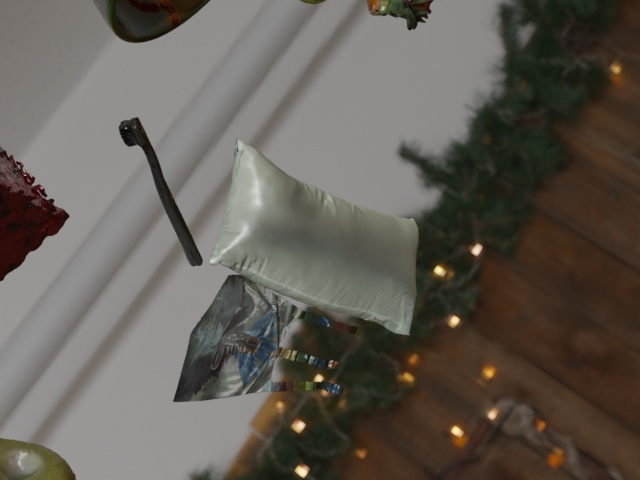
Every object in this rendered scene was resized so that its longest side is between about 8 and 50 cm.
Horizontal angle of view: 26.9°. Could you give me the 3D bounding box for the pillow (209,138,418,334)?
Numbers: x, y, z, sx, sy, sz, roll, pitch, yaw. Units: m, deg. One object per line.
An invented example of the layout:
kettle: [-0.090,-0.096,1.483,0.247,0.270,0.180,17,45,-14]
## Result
pillow: [0.000,-0.001,1.396,0.078,0.254,0.144,-22,53,52]

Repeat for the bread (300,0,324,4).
bread: [0.011,-0.378,1.772,0.130,0.071,0.139,-36,-12,-13]

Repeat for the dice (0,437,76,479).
dice: [-0.436,0.405,1.701,0.227,0.233,0.238,-94,10,-54]

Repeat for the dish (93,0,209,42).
dish: [-0.184,-0.404,1.628,0.324,0.124,0.324,-48,-11,-12]

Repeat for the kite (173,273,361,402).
kite: [-0.050,0.128,1.673,0.310,0.015,0.169,7,-73,-49]

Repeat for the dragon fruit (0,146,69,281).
dragon fruit: [-0.414,-0.062,1.506,0.240,0.302,0.330,-10,-14,-9]

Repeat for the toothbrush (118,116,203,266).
toothbrush: [-0.217,-0.061,1.867,0.297,0.030,0.030,69,-164,-47]

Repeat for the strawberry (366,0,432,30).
strawberry: [0.096,-0.334,1.585,0.085,0.192,0.140,-6,-64,-13]
